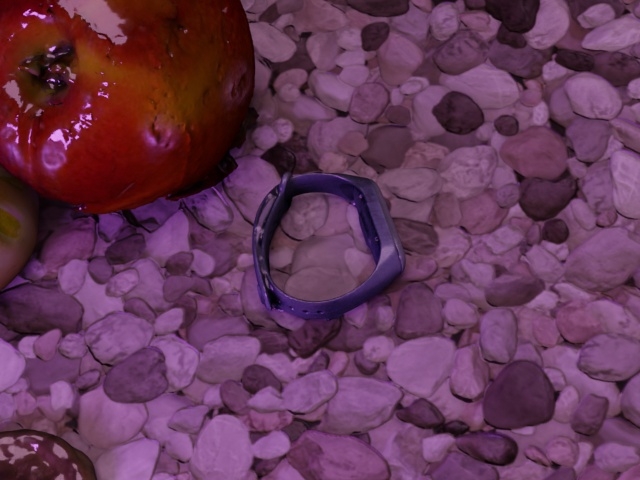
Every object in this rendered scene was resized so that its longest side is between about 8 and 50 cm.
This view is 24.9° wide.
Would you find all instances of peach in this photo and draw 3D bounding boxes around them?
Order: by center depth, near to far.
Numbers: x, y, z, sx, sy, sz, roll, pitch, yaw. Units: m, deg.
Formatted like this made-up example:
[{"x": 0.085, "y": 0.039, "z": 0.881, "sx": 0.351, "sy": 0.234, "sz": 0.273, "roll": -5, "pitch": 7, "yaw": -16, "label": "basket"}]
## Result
[{"x": -0.250, "y": -0.224, "z": 1.884, "sx": 0.339, "sy": 0.416, "sz": 0.353, "roll": 42, "pitch": 105, "yaw": 14, "label": "peach"}]

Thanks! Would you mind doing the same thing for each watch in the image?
[{"x": 0.000, "y": 0.000, "z": 1.869, "sx": 0.193, "sy": 0.068, "sz": 0.206, "roll": -15, "pitch": 60, "yaw": -7, "label": "watch"}]

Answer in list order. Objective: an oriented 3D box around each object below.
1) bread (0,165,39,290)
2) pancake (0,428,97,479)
[{"x": -0.456, "y": -0.006, "z": 1.845, "sx": 0.156, "sy": 0.158, "sz": 0.260, "roll": 27, "pitch": 65, "yaw": 15, "label": "bread"}, {"x": -0.362, "y": 0.329, "z": 1.688, "sx": 0.222, "sy": 0.042, "sz": 0.236, "roll": 25, "pitch": 62, "yaw": 18, "label": "pancake"}]
